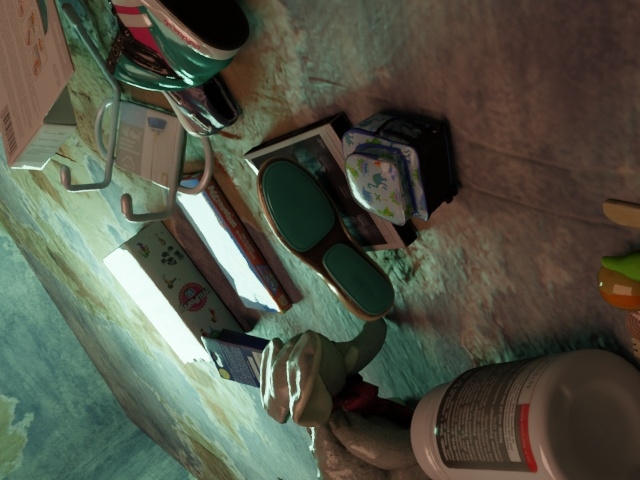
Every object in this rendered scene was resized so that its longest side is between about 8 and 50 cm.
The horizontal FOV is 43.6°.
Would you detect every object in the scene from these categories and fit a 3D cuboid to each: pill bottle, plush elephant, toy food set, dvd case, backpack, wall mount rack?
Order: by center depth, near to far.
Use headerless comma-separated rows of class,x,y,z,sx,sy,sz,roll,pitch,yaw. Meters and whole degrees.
toy food set,0.309,0.060,0.708,0.132,0.038,0.192,16,139,49
backpack,0.073,-0.078,0.846,0.114,0.084,0.105,27,144,43
pill bottle,0.228,0.216,0.907,0.161,0.161,0.283,51,154,-4
dvd case,0.005,-0.062,1.038,0.179,0.029,0.239,57,153,-14
plush elephant,0.034,0.226,1.141,0.272,0.330,0.255,-4,104,68
wall mount rack,-0.309,-0.201,1.253,0.350,0.130,0.304,22,110,42

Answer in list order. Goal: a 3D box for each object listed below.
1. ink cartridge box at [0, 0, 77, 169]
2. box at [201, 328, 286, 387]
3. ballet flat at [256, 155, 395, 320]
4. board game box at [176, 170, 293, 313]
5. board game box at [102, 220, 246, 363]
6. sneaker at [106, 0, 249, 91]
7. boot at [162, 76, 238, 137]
ink cartridge box,-0.444,-0.302,1.251,0.261,0.066,0.296,-36,66,40
box,-0.118,0.241,1.563,0.225,0.036,0.136,9,136,28
ballet flat,0.000,0.000,1.014,0.248,0.086,0.086,54,154,-11
board game box,-0.161,0.005,1.392,0.145,0.027,0.281,4,129,58
board game box,-0.318,0.118,1.714,0.303,0.097,0.224,55,154,-8
sneaker,-0.229,-0.294,0.971,0.295,0.124,0.178,46,143,-1
boot,-0.186,-0.229,1.088,0.086,0.069,0.190,-10,125,52
